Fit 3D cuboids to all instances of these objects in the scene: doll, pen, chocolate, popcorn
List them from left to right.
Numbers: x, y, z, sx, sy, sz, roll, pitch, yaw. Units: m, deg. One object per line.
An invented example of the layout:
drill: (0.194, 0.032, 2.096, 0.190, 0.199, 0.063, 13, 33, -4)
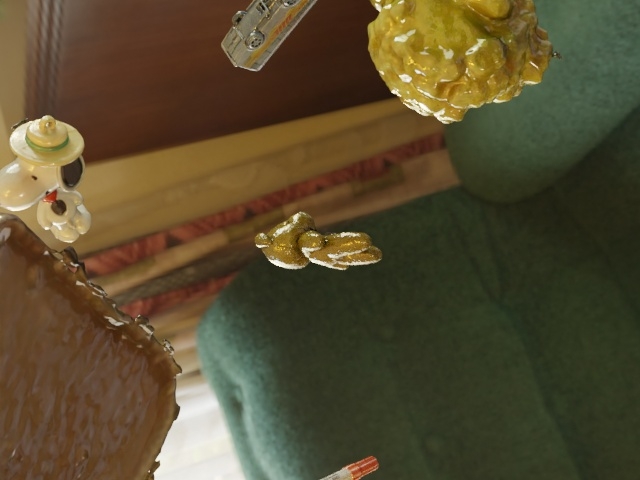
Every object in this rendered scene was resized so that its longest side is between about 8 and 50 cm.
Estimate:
chocolate: (-0.171, 0.090, 0.598, 0.083, 0.161, 0.261, 15, 156, 24)
doll: (-0.511, -0.119, 2.119, 0.144, 0.208, 0.271, 44, -176, 27)
doll: (0.000, 0.000, 1.819, 0.137, 0.209, 0.097, 32, -118, -64)
pen: (0.002, 0.386, 1.722, 0.028, 0.239, 0.028, 16, 112, 43)
popcorn: (0.149, -0.232, 1.202, 0.169, 0.218, 0.189, -15, 99, 44)

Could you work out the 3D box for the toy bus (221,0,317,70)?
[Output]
toy bus: (-0.069, -0.341, 1.663, 0.190, 0.075, 0.064, -46, 57, 23)
